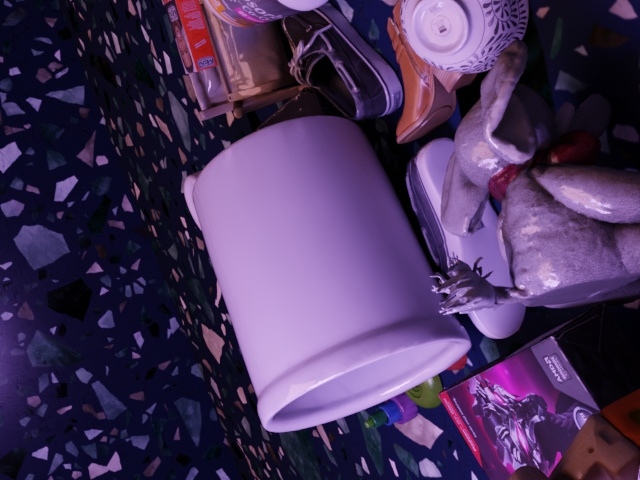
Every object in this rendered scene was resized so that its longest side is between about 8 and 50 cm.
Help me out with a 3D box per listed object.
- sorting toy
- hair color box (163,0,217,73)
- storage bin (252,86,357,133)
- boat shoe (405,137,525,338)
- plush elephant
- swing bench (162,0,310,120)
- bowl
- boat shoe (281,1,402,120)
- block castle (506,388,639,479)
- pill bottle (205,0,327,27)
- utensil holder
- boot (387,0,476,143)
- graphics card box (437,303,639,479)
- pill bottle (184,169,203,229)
[{"bbox_3d":[0.149,0.264,1.514,0.127,0.126,0.365,54,152,25],"label":"sorting toy"},{"bbox_3d":[-0.227,-0.364,1.419,0.072,0.043,0.141,14,124,64],"label":"hair color box"},{"bbox_3d":[-0.026,-0.174,1.438,0.180,0.084,0.122,-34,69,41],"label":"storage bin"},{"bbox_3d":[0.203,0.003,1.203,0.301,0.108,0.102,67,155,6],"label":"boat shoe"},{"bbox_3d":[0.251,-0.064,0.892,0.272,0.330,0.255,121,141,-69],"label":"plush elephant"},{"bbox_3d":[-0.162,-0.373,1.546,0.254,0.165,0.253,18,128,65],"label":"swing bench"},{"bbox_3d":[0.160,-0.273,0.999,0.170,0.080,0.170,17,127,24],"label":"bowl"},{"bbox_3d":[0.003,-0.296,1.341,0.306,0.105,0.113,52,152,28],"label":"boat shoe"},{"bbox_3d":[0.377,0.276,0.691,0.213,0.453,0.303,44,147,53],"label":"block castle"},{"bbox_3d":[-0.063,-0.432,1.276,0.278,0.162,0.162,6,117,55],"label":"pill bottle"},{"bbox_3d":[0.005,0.050,1.258,0.327,0.327,0.385,116,136,-59],"label":"utensil holder"},{"bbox_3d":[0.135,-0.244,1.169,0.152,0.073,0.197,57,142,17],"label":"boot"},{"bbox_3d":[0.304,0.244,1.051,0.233,0.094,0.371,60,157,11],"label":"graphics card box"},{"bbox_3d":[-0.147,-0.107,1.657,0.131,0.229,0.131,45,148,39],"label":"pill bottle"}]
